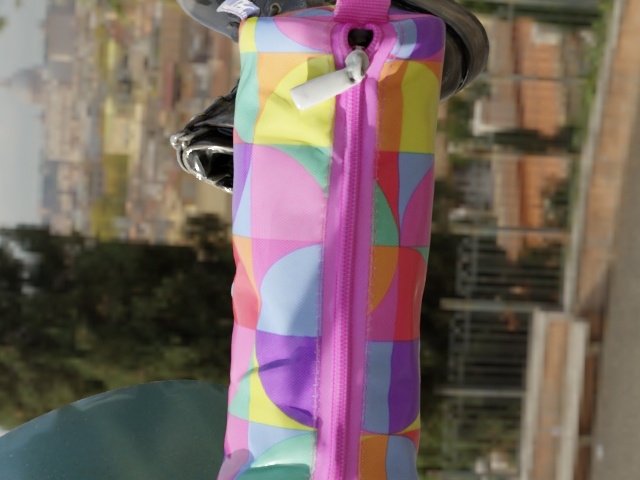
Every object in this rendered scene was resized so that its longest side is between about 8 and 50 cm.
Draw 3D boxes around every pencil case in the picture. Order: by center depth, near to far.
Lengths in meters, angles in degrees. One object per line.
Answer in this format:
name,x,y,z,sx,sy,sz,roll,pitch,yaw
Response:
pencil case,0.004,0.005,0.712,0.104,0.104,0.236,-153,64,-79

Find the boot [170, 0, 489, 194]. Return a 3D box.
boot,-0.030,-0.111,1.045,0.229,0.263,0.091,-47,-32,-47

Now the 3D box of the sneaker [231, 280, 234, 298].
sneaker,0.000,0.000,1.362,0.085,0.237,0.086,-33,86,43

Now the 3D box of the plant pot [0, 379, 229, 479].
plant pot,-0.136,0.263,1.132,0.195,0.290,0.290,59,153,29
